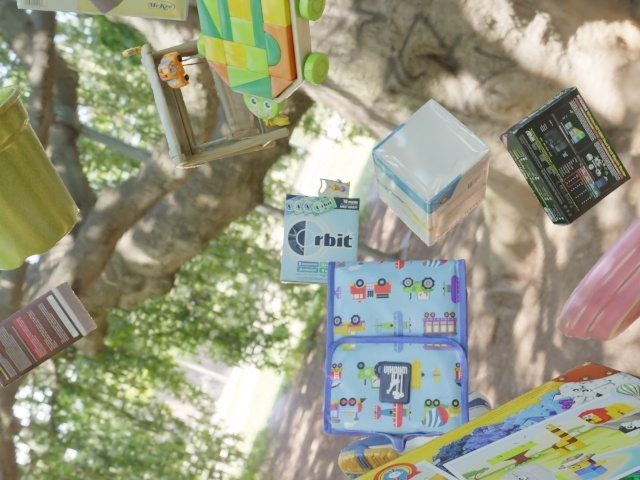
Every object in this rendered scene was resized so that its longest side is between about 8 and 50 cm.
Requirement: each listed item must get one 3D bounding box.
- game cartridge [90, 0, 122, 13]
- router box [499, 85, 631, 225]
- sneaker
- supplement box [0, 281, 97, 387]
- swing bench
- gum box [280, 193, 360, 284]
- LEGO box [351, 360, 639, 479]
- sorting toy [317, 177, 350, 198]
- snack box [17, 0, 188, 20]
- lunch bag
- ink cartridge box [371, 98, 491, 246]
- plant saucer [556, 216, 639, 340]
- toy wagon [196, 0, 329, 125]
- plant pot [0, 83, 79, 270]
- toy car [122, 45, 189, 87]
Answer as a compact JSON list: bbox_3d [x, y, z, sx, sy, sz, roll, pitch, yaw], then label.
[{"bbox_3d":[-0.356,-0.411,0.895,0.068,0.355,0.230,-43,-37,2],"label":"game cartridge"},{"bbox_3d":[0.266,-0.091,0.887,0.092,0.122,0.038,-35,8,-10],"label":"router box"},{"bbox_3d":[0.174,0.353,1.447,0.297,0.112,0.131,-16,35,23],"label":"sneaker"},{"bbox_3d":[-0.644,0.212,1.840,0.239,0.130,0.073,-32,6,6],"label":"supplement box"},{"bbox_3d":[-0.234,-0.304,1.753,0.165,0.255,0.253,170,84,-75],"label":"swing bench"},{"bbox_3d":[0.000,0.000,1.703,0.041,0.157,0.184,92,-179,-80],"label":"gum box"},{"bbox_3d":[0.174,0.315,0.669,0.372,0.500,0.193,10,119,67],"label":"LEGO box"},{"bbox_3d":[0.029,-0.118,1.926,0.045,0.075,0.083,126,156,-54],"label":"sorting toy"},{"bbox_3d":[-0.410,-0.528,1.552,0.060,0.322,0.187,-111,27,-50],"label":"snack box"},{"bbox_3d":[0.121,0.187,1.281,0.138,0.221,0.293,68,-157,-60],"label":"lunch bag"},{"bbox_3d":[0.266,-0.155,1.960,0.198,0.197,0.270,-41,-22,-9],"label":"ink cartridge box"},{"bbox_3d":[0.547,0.054,1.395,0.332,0.084,0.332,-36,-25,-20],"label":"plant saucer"},{"bbox_3d":[-0.111,-0.347,1.457,0.068,0.267,0.344,-43,-38,-39],"label":"toy wagon"},{"bbox_3d":[-0.577,-0.096,1.455,0.276,0.254,0.276,-25,27,14],"label":"plant pot"},{"bbox_3d":[-0.270,-0.276,1.316,0.040,0.122,0.060,-39,-46,-48],"label":"toy car"}]
